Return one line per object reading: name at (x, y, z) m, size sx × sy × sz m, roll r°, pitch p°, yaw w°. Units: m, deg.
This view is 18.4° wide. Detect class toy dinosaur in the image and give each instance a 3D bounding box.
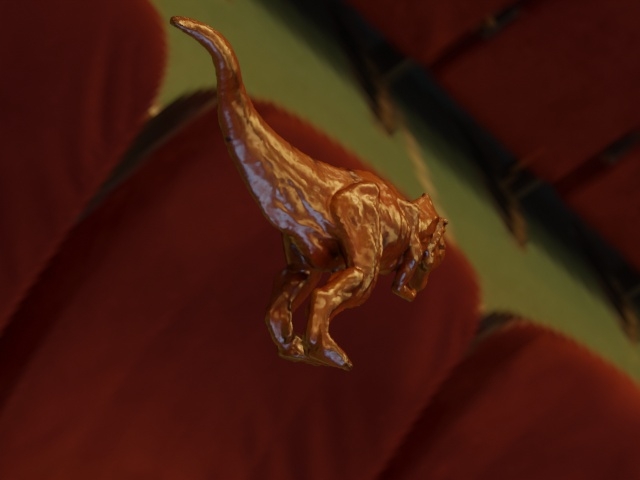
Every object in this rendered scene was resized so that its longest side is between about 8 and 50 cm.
toy dinosaur at (0.000, 0.000, 1.595) m, size 0.432 × 0.097 × 0.208 m, roll 35°, pitch 63°, yaw -55°
